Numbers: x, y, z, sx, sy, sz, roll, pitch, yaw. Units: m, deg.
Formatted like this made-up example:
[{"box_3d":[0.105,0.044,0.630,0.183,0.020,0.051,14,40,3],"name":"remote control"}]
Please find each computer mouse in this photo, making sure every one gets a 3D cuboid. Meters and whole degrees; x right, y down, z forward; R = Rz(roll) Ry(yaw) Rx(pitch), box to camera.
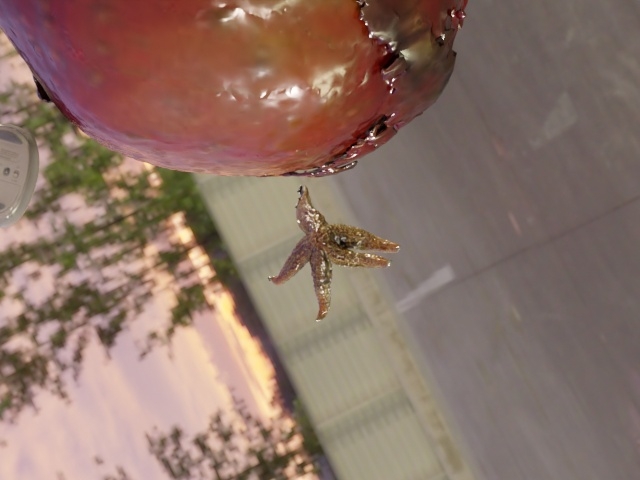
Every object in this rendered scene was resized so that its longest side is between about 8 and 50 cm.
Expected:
[{"box_3d":[-0.291,-0.058,1.049,0.039,0.066,0.096,29,-103,-86],"name":"computer mouse"}]

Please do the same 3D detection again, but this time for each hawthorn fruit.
[{"box_3d":[-0.066,-0.174,0.687,0.316,0.316,0.316,64,176,7],"name":"hawthorn fruit"}]

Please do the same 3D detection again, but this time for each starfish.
[{"box_3d":[-0.004,0.000,1.057,0.041,0.133,0.130,26,-145,-60],"name":"starfish"}]
